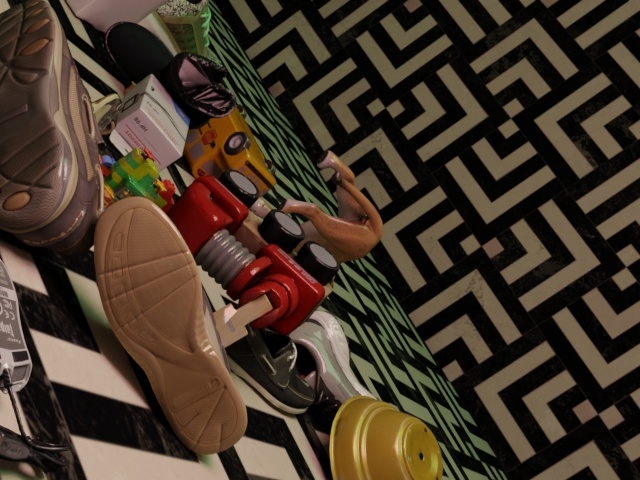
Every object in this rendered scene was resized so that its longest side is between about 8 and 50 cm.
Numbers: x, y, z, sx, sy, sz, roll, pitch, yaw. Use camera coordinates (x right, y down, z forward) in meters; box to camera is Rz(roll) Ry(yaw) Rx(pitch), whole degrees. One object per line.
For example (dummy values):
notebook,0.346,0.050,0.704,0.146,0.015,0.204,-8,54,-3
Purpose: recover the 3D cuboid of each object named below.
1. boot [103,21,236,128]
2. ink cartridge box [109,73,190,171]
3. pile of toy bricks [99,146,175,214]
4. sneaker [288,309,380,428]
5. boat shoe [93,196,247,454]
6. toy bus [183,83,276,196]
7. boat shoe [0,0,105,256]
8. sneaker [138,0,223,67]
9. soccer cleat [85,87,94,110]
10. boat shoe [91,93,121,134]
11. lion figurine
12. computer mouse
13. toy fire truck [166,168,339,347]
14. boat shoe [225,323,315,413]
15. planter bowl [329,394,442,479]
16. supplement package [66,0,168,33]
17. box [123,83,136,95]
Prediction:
boot,-0.257,-0.298,1.640,0.246,0.094,0.207,47,-16,-12
ink cartridge box,-0.268,-0.178,1.520,0.104,0.060,0.180,50,18,-26
pile of toy bricks,-0.244,-0.074,1.180,0.212,0.105,0.118,47,12,-43
sneaker,0.018,0.247,1.488,0.108,0.100,0.271,-25,85,-50
boat shoe,-0.160,0.087,1.000,0.285,0.103,0.092,67,-11,-15
toy bus,-0.201,-0.204,1.831,0.108,0.130,0.332,47,12,-48
boat shoe,-0.307,-0.120,1.025,0.130,0.132,0.355,62,10,-49
sneaker,-0.309,-0.514,2.258,0.158,0.182,0.410,59,9,27
soccer cleat,-0.361,-0.213,1.269,0.179,0.060,0.072,52,16,30
boat shoe,-0.316,-0.172,1.362,0.049,0.056,0.152,58,17,-12
lion figurine,0.000,0.000,1.666,0.240,0.142,0.392,38,-28,-19
computer mouse,-0.256,0.087,0.729,0.106,0.042,0.193,32,29,-57
toy fire truck,-0.123,0.044,1.153,0.217,0.158,0.246,43,19,6
boat shoe,-0.064,0.169,1.328,0.233,0.079,0.084,49,9,-42
planter bowl,0.114,0.320,1.382,0.217,0.090,0.217,33,46,-41
supplement package,-0.430,-0.563,1.809,0.293,0.175,0.177,56,8,9
box,-0.303,-0.219,1.678,0.081,0.028,0.136,46,15,-43
